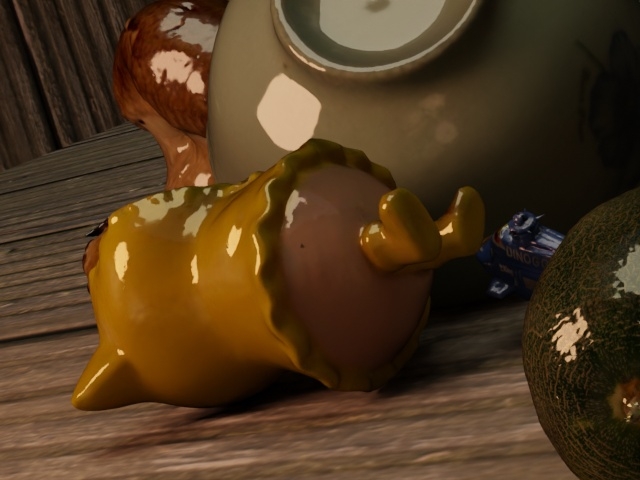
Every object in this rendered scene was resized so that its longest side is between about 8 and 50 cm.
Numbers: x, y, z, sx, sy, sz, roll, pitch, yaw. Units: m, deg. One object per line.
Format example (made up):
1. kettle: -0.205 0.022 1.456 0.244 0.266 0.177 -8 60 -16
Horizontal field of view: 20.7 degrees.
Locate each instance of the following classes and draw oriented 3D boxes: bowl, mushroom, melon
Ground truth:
1. bowl: 0.053 -0.115 1.038 0.289 0.289 0.146 -16 -29 7
2. mushroom: -0.034 -0.059 1.293 0.267 0.254 0.267 4 19 -2
3. melon: 0.131 0.035 0.616 0.114 0.114 0.167 -13 8 26

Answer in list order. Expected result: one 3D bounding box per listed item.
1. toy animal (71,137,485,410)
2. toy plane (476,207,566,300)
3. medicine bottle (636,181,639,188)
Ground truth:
1. toy animal: -0.021 0.023 0.935 0.230 0.156 0.156 -23 4 39
2. toy plane: 0.133 0.018 0.865 0.054 0.062 0.167 -44 35 -21
3. medicine bottle: 0.168 -0.063 1.144 0.191 0.107 0.107 -11 11 35
